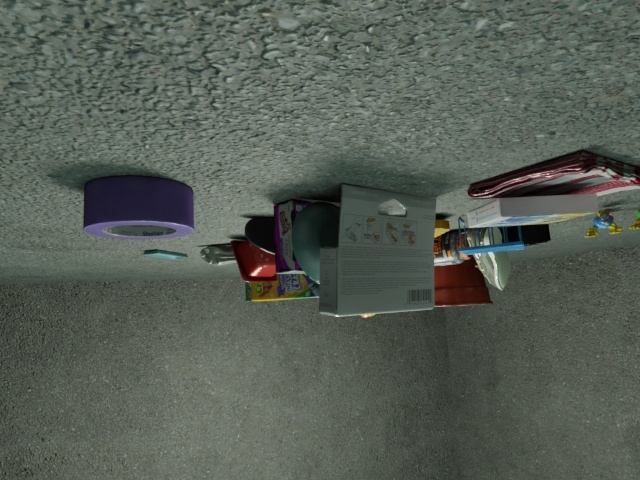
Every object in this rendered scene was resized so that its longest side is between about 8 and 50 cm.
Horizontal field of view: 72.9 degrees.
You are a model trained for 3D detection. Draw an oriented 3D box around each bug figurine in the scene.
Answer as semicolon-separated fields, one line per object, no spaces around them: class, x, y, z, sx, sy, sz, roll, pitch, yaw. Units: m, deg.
bug figurine;0.896;-0.065;1.241;0.279;0.072;0.216;-11;176;15

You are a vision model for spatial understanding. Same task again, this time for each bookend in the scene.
bookend;0.739;-0.013;1.523;0.157;0.072;0.156;4;168;-43

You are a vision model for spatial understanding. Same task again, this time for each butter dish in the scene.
butter dish;-0.190;0.047;1.418;0.118;0.159;0.160;-37;154;30

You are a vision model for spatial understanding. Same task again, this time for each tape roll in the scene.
tape roll;-0.333;-0.055;0.803;0.189;0.080;0.189;-4;171;-1

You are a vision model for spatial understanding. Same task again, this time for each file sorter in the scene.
file sorter;0.499;-0.021;1.268;0.170;0.104;0.118;-7;171;27

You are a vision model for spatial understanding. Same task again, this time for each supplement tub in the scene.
supplement tub;0.441;0.032;1.558;0.191;0.116;0.117;-11;169;37

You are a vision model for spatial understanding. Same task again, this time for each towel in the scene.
towel;0.508;-0.111;0.906;0.329;0.037;0.237;2;171;-33

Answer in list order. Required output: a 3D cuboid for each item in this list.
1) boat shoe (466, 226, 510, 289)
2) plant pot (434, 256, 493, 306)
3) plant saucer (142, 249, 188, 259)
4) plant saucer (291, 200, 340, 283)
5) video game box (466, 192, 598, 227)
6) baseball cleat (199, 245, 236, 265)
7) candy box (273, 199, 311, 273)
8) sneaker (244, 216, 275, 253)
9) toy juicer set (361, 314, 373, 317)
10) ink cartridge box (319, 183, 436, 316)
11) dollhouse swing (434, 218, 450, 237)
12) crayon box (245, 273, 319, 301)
boat shoe;0.587;0.060;1.507;0.091;0.109;0.305;11;146;42
plant pot;0.539;0.129;1.748;0.273;0.264;0.272;-3;172;0
plant saucer;-0.583;0.054;1.641;0.067;0.018;0.192;-6;172;16
plant saucer;0.028;0.003;0.945;0.195;0.194;0.037;3;166;-35
video game box;0.461;-0.064;0.970;0.205;0.048;0.187;-3;177;-1
baseball cleat;-0.320;0.051;1.546;0.206;0.072;0.109;4;-172;15
candy box;0.000;0.000;1.032;0.071;0.159;0.234;-10;170;42
sneaker;-0.095;-0.004;1.198;0.270;0.090;0.145;10;178;-25
toy juicer set;0.137;0.184;1.685;0.329;0.209;0.089;33;170;43
ink cartridge box;0.134;0.025;0.945;0.296;0.260;0.066;4;177;-37
dollhouse swing;0.192;0.083;1.320;0.305;0.314;0.347;11;170;-2
crayon box;-0.157;0.131;1.692;0.323;0.203;0.083;-5;171;12
